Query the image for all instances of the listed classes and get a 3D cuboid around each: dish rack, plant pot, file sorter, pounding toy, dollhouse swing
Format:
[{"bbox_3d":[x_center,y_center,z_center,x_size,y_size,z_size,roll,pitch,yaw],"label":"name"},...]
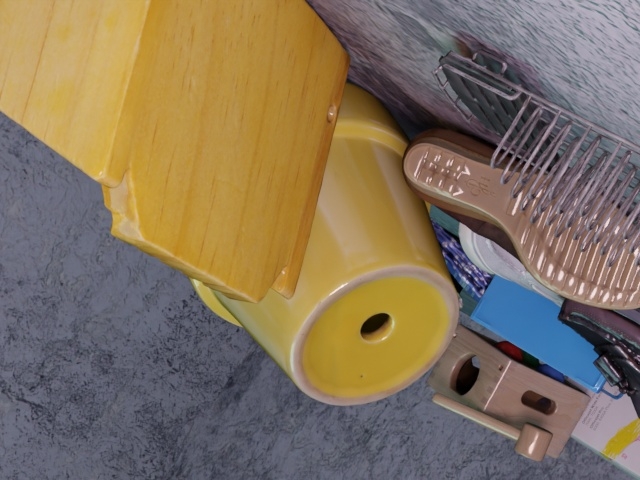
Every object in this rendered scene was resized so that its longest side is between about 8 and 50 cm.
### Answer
[{"bbox_3d":[0.190,-0.030,1.000,0.271,0.074,0.208,32,177,22],"label":"dish rack"},{"bbox_3d":[0.008,0.015,1.362,0.254,0.254,0.239,35,-164,-42],"label":"plant pot"},{"bbox_3d":[0.281,0.086,1.635,0.170,0.118,0.104,31,-179,32],"label":"file sorter"},{"bbox_3d":[0.211,0.168,1.641,0.181,0.094,0.206,26,-176,-28],"label":"pounding toy"},{"bbox_3d":[-0.185,-0.147,1.159,0.305,0.315,0.347,10,169,22],"label":"dollhouse swing"}]

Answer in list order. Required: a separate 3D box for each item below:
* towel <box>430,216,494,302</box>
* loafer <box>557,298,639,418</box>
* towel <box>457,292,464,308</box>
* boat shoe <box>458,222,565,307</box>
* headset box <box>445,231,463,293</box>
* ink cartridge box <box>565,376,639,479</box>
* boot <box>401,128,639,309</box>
[{"bbox_3d":[0.079,-0.043,1.783,0.336,0.040,0.243,44,180,7],"label":"towel"},{"bbox_3d":[0.347,0.153,1.389,0.302,0.095,0.109,32,177,1],"label":"loafer"},{"bbox_3d":[0.000,0.000,1.637,0.248,0.038,0.325,-1,146,27],"label":"towel"},{"bbox_3d":[0.235,0.019,1.480,0.227,0.079,0.081,28,171,-38],"label":"boat shoe"},{"bbox_3d":[0.086,-0.006,2.280,0.293,0.110,0.218,32,177,14],"label":"headset box"},{"bbox_3d":[0.419,0.211,1.720,0.232,0.168,0.171,30,177,37],"label":"ink cartridge box"},{"bbox_3d":[0.191,-0.025,1.291,0.248,0.090,0.207,31,-171,12],"label":"boot"}]
